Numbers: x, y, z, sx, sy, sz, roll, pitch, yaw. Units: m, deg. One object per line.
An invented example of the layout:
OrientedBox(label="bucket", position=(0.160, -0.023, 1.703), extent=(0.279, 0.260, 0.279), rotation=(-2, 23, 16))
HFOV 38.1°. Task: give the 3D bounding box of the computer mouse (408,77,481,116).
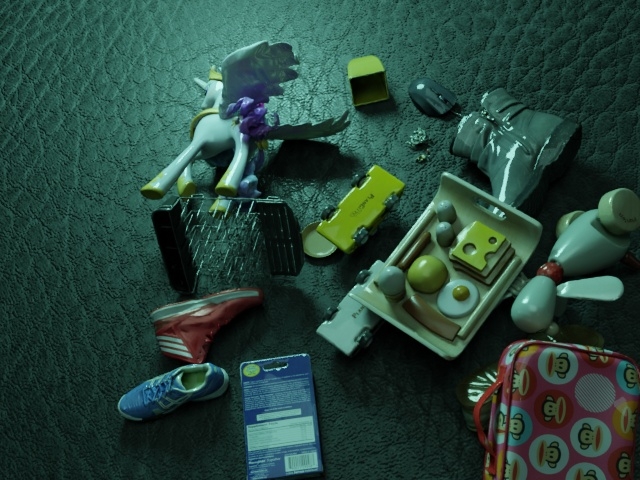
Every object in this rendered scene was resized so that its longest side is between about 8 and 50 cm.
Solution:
OrientedBox(label="computer mouse", position=(0.284, -0.277, 1.956), extent=(0.242, 0.041, 0.071), rotation=(35, 70, 24))

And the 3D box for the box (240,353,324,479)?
OrientedBox(label="box", position=(-0.071, 0.321, 1.675), extent=(0.136, 0.036, 0.225), rotation=(-8, 61, 3))

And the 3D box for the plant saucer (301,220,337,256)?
OrientedBox(label="plant saucer", position=(0.000, 0.000, 1.858), extent=(0.083, 0.015, 0.084), rotation=(-4, 61, 7))

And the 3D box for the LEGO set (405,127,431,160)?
OrientedBox(label="LEGO set", position=(0.209, -0.206, 1.937), extent=(0.054, 0.023, 0.083), rotation=(-24, 60, -5))

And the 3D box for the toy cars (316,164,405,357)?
OrientedBox(label="toy cars", position=(0.083, 0.044, 1.784), extent=(0.176, 0.087, 0.394), rotation=(-3, 64, 6))

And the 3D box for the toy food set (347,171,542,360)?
OrientedBox(label="toy food set", position=(0.223, 0.040, 1.653), extent=(0.219, 0.092, 0.306), rotation=(31, 74, 27))

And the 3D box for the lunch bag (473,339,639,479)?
OrientedBox(label="lunch bag", position=(0.373, 0.310, 1.501), extent=(0.258, 0.120, 0.293), rotation=(10, 83, -3))

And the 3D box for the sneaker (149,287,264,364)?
OrientedBox(label="sneaker", position=(-0.206, 0.170, 1.774), extent=(0.221, 0.087, 0.128), rotation=(-13, 81, -5))

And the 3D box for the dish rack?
OrientedBox(label="dish rack", position=(-0.169, 0.007, 1.770), extent=(0.271, 0.208, 0.074), rotation=(2, 39, 14))

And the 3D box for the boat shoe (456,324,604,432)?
OrientedBox(label="boat shoe", position=(0.372, 0.240, 1.635), extent=(0.285, 0.089, 0.105), rotation=(-23, 34, -8))

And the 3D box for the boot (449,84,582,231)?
OrientedBox(label="boot", position=(0.343, -0.137, 1.833), extent=(0.222, 0.118, 0.338), rotation=(29, 69, 28))

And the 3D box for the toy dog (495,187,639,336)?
OrientedBox(label="toy dog", position=(0.476, 0.064, 1.670), extent=(0.334, 0.220, 0.161), rotation=(-45, 95, -8))

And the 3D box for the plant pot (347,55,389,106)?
OrientedBox(label="plant pot", position=(0.099, -0.354, 2.009), extent=(0.081, 0.082, 0.083), rotation=(-11, 48, 2))

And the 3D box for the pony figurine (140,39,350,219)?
OrientedBox(label="pony figurine", position=(-0.161, -0.227, 1.875), extent=(0.350, 0.303, 0.364), rotation=(0, 58, 30))

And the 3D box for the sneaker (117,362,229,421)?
OrientedBox(label="sneaker", position=(-0.277, 0.271, 1.709), extent=(0.211, 0.081, 0.080), rotation=(-21, 61, -2))
